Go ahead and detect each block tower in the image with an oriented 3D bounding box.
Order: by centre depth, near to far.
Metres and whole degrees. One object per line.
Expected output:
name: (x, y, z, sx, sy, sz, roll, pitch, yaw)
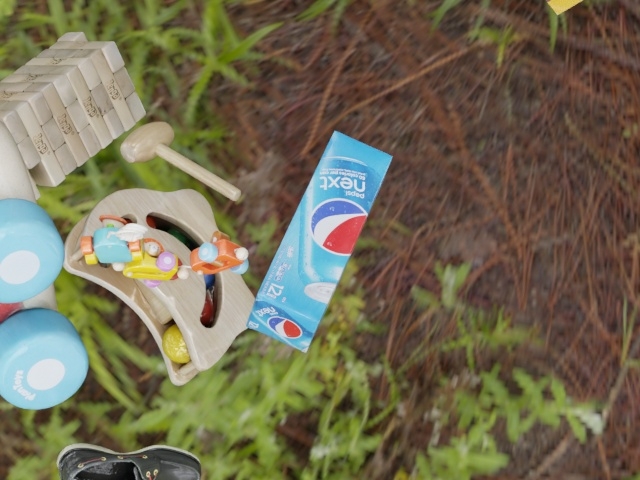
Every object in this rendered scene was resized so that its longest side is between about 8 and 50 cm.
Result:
block tower: (-0.310, -0.079, 1.672, 0.097, 0.335, 0.091, 6, 129, 42)

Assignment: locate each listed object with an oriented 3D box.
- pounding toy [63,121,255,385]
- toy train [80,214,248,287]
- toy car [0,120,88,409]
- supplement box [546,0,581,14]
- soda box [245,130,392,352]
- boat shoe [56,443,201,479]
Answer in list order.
pounding toy: (-0.168, 0.011, 1.853, 0.269, 0.154, 0.155, 63, 148, 5)
toy train: (-0.156, 0.001, 1.728, 0.125, 0.166, 0.046, -21, 62, 37)
toy car: (-0.326, 0.024, 1.319, 0.238, 0.219, 0.210, -19, 131, -16)
supplement box: (0.232, -0.370, 1.749, 0.129, 0.191, 0.194, -29, 122, 23)
soda box: (0.000, 0.000, 1.723, 0.067, 0.210, 0.071, 23, 149, 1)
boat shoe: (-0.165, 0.208, 1.548, 0.133, 0.042, 0.049, 7, 116, -26)
